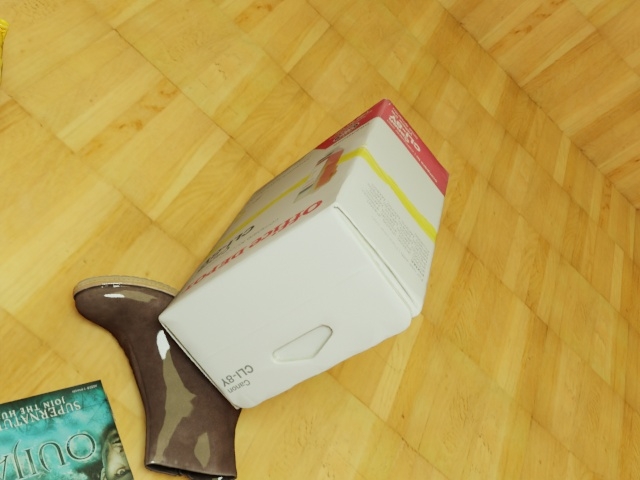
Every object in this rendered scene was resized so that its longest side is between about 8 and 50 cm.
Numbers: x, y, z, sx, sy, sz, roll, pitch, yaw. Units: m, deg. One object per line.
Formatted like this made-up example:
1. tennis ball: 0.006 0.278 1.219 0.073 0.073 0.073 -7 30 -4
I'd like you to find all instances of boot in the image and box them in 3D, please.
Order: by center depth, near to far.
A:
1. boot: -0.191 0.165 0.888 0.249 0.090 0.206 27 44 -31

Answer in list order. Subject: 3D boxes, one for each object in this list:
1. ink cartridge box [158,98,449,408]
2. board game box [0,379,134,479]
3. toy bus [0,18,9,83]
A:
1. ink cartridge box: 0.000 0.000 0.970 0.160 0.279 0.384 51 26 -14
2. board game box: -0.302 0.229 0.790 0.186 0.026 0.126 -8 67 -45
3. toy bus: -0.487 -0.243 0.880 0.220 0.149 0.211 22 36 -27
